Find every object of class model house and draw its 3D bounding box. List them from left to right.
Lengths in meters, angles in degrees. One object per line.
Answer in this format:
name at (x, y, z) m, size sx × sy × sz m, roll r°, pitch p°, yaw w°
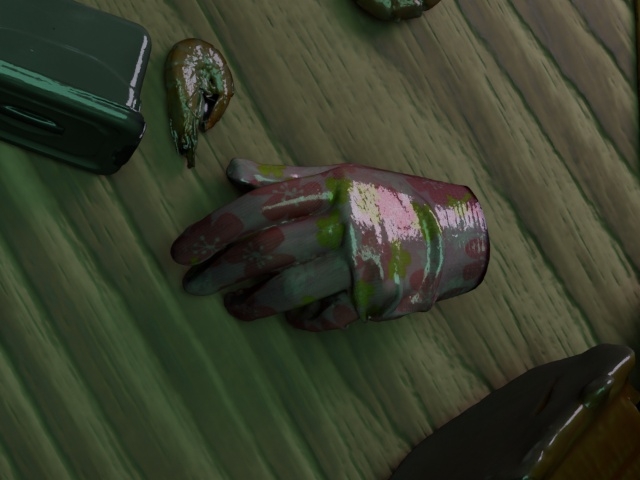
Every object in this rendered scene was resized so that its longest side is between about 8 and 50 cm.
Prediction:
model house at (0.191, 0.237, 1.175) m, size 0.199 × 0.219 × 0.229 m, roll -39°, pitch 103°, yaw -40°

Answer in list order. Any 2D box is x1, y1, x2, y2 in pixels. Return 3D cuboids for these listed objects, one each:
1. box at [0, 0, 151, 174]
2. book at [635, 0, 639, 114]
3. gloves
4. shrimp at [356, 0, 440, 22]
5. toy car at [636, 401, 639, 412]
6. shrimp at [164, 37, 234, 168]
box at (-0.212, -0.131, 1.135) m, size 0.172 × 0.124 × 0.093 m, roll 20°, pitch 68°, yaw -14°
book at (0.344, -0.145, 1.349) m, size 0.118 × 0.012 × 0.172 m, roll 2°, pitch 82°, yaw -16°
gloves at (0.005, 0.000, 1.180) m, size 0.241 × 0.126 × 0.145 m, roll -4°, pitch 89°, yaw -24°
shrimp at (0.091, -0.264, 1.283) m, size 0.099 × 0.041 × 0.180 m, roll 41°, pitch 75°, yaw 8°
toy car at (0.363, 0.091, 1.256) m, size 0.248 × 0.204 × 0.198 m, roll -35°, pitch 70°, yaw -19°
shrimp at (-0.097, -0.114, 1.213) m, size 0.059 × 0.023 × 0.108 m, roll -4°, pitch 85°, yaw -25°
